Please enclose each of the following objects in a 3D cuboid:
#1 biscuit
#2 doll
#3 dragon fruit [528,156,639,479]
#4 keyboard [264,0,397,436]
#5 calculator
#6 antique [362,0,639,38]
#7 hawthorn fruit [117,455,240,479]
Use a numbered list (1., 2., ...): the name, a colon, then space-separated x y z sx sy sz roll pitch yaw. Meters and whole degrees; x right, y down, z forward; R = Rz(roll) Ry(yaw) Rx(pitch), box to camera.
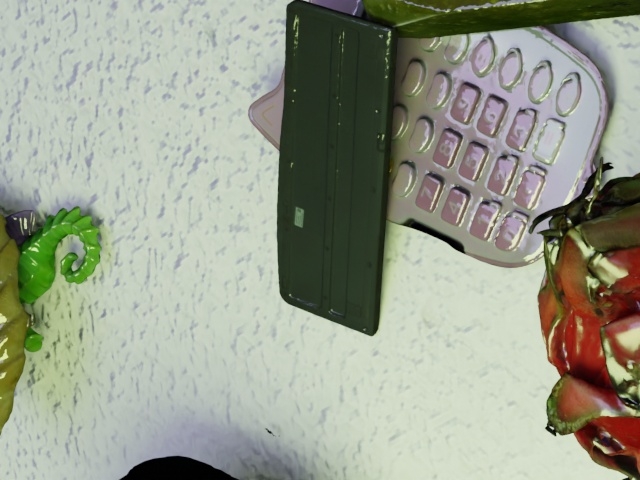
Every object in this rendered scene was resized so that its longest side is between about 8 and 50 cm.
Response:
1. biscuit: -0.332 0.048 1.562 0.273 0.036 0.187 36 110 48
2. doll: -0.267 0.038 1.565 0.190 0.050 0.115 -46 67 25
3. dragon fruit: 0.241 0.041 1.116 0.234 0.293 0.233 -16 53 22
4. keyboard: 0.007 -0.004 1.364 0.103 0.041 0.381 21 121 25
5. calculator: 0.090 -0.101 1.331 0.294 0.043 0.194 29 108 24
6. antique: 0.135 -0.196 1.239 0.221 0.080 0.081 -5 81 23
7. hawthorn fruit: -0.102 0.321 1.354 0.316 0.316 0.316 3 96 32
